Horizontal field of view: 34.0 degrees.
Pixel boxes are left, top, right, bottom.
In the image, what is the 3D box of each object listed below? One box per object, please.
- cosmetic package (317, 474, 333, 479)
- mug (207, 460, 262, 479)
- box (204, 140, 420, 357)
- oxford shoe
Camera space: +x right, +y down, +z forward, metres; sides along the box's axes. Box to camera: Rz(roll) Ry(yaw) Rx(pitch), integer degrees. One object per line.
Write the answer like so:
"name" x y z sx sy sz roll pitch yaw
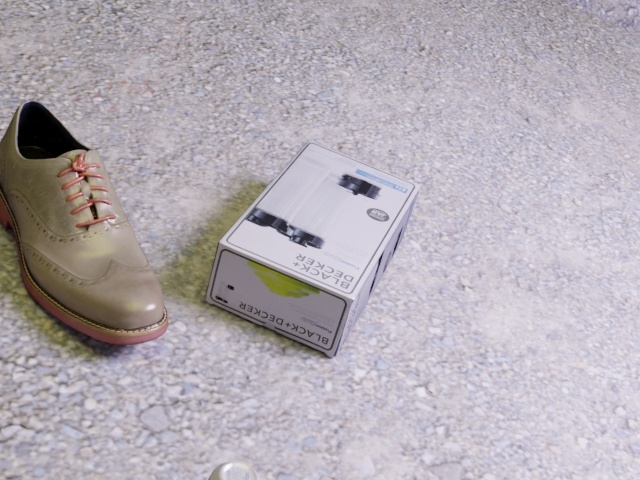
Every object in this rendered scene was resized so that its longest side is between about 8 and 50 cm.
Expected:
"cosmetic package" 0.069 0.334 0.784 0.296 0.129 0.153 32 37 20
"mug" -0.073 0.233 0.920 0.078 0.064 0.062 39 39 28
"box" 0.000 0.000 1.262 0.169 0.087 0.290 24 35 9
"oxford shoe" -0.271 -0.025 1.137 0.123 0.130 0.348 -15 45 -38
